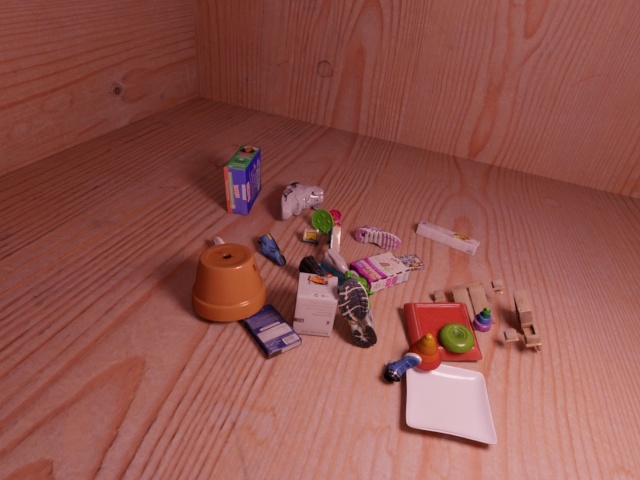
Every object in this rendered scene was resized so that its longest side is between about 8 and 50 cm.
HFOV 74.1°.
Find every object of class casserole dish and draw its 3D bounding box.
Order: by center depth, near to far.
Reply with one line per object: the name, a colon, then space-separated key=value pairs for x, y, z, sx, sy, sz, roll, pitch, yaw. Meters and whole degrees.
casserole dish: x=0.044 y=0.163 z=1.873 sx=0.188 sy=0.036 sz=0.114 roll=30 pitch=40 yaw=30

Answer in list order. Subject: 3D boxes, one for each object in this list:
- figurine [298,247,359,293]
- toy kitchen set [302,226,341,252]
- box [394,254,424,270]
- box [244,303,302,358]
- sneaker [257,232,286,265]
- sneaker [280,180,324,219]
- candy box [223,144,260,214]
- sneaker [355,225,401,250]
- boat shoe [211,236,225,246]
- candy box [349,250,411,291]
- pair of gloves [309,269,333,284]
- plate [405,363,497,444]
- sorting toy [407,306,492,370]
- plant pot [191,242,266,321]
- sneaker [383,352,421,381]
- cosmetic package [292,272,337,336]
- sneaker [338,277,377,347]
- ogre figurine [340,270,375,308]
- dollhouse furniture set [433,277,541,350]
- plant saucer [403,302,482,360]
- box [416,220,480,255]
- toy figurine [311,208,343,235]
figurine: x=0.052 y=0.143 z=1.808 sx=0.215 sy=0.092 sz=0.209 roll=-18 pitch=50 yaw=-34
toy kitchen set: x=0.000 y=0.000 z=2.015 sx=0.166 sy=0.122 sz=0.207 roll=5 pitch=-5 yaw=-4
box: x=0.419 y=0.108 z=2.041 sx=0.137 sy=0.027 sz=0.094 roll=-4 pitch=37 yaw=-18
box: x=-0.186 y=0.331 z=1.574 sx=0.137 sy=0.036 sz=0.225 roll=-17 pitch=41 yaw=-33
sneaker: x=-0.227 y=0.055 z=1.965 sx=0.082 sy=0.069 sz=0.209 roll=-34 pitch=53 yaw=-2
sneaker: x=-0.095 y=-0.215 z=2.310 sx=0.211 sy=0.137 sz=0.365 roll=7 pitch=30 yaw=4
candy box: x=-0.413 y=-0.332 z=2.300 sx=0.122 sy=0.268 sz=0.317 roll=6 pitch=34 yaw=3
sneaker: x=0.301 y=-0.025 z=2.162 sx=0.237 sy=0.095 sz=0.104 roll=16 pitch=27 yaw=14
boat shoe: x=-0.462 y=0.049 z=1.919 sx=0.063 sy=0.066 sz=0.184 roll=-15 pitch=50 yaw=-32
candy box: x=0.267 y=0.142 z=1.919 sx=0.234 sy=0.071 sz=0.159 roll=-14 pitch=40 yaw=-29
pair of gloves: x=0.003 y=0.137 z=1.596 sx=0.074 sy=0.010 sz=0.083 roll=17 pitch=32 yaw=14
plate: x=0.416 y=0.529 z=1.401 sx=0.278 sy=0.045 sz=0.277 roll=10 pitch=33 yaw=4
sorting toy: x=0.479 y=0.326 z=1.517 sx=0.366 sy=0.126 sz=0.127 roll=-21 pitch=44 yaw=-20
plant pot: x=-0.356 y=0.144 z=1.635 sx=0.291 sy=0.203 sz=0.290 roll=2 pitch=29 yaw=-1
sneaker: x=0.274 y=0.436 z=1.433 sx=0.058 sy=0.152 sz=0.084 roll=47 pitch=46 yaw=-11
cosmetic package: x=-0.021 y=0.243 z=1.606 sx=0.152 sy=0.183 sz=0.151 roll=6 pitch=33 yaw=-2
sneaker: x=0.133 y=0.254 z=1.569 sx=0.110 sy=0.282 sz=0.122 roll=-12 pitch=22 yaw=8
ogre figurine: x=0.155 y=0.225 z=1.723 sx=0.118 sy=0.097 sz=0.197 roll=4 pitch=51 yaw=-45
dollhouse furniture set: x=0.677 y=0.339 z=1.747 sx=0.356 sy=0.173 sz=0.303 roll=-15 pitch=43 yaw=18
plant saucer: x=0.469 y=0.335 z=1.633 sx=0.259 sy=0.047 sz=0.259 roll=0 pitch=45 yaw=-1
box: x=0.672 y=-0.015 z=2.243 sx=0.324 sy=0.067 sz=0.063 roll=23 pitch=36 yaw=22
toy figurine: x=0.066 y=-0.102 z=2.222 sx=0.173 sy=0.130 sz=0.159 roll=46 pitch=35 yaw=13
